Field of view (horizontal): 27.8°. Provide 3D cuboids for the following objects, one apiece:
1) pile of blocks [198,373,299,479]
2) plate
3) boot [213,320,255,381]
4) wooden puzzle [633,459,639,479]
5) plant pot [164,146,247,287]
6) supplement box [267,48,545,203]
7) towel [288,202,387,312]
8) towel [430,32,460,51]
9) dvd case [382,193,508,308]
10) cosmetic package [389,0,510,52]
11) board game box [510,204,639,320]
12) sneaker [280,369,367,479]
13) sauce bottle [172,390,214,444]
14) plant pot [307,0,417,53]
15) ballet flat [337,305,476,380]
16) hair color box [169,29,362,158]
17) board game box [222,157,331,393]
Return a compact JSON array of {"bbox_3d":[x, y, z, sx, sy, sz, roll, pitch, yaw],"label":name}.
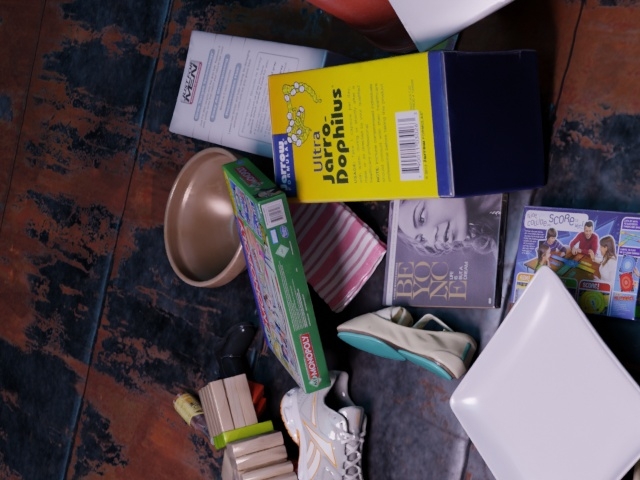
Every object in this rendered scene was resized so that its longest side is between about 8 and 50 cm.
[{"bbox_3d":[-0.085,0.367,2.055,0.149,0.113,0.362,104,148,-52],"label":"pile of blocks"},{"bbox_3d":[0.303,0.219,1.656,0.277,0.045,0.278,59,135,38],"label":"plate"},{"bbox_3d":[-0.139,0.205,2.182,0.121,0.045,0.099,-45,49,42],"label":"boot"},{"bbox_3d":[0.461,0.300,1.488,0.239,0.044,0.221,0,82,48],"label":"wooden puzzle"},{"bbox_3d":[-0.155,-0.034,2.198,0.237,0.110,0.237,-11,76,47],"label":"plant pot"},{"bbox_3d":[0.114,-0.158,1.828,0.356,0.194,0.195,0,96,48],"label":"supplement box"},{"bbox_3d":[0.000,0.000,2.027,0.197,0.029,0.144,44,117,18],"label":"towel"},{"bbox_3d":[0.190,-0.317,1.942,0.060,0.009,0.083,30,104,48],"label":"towel"},{"bbox_3d":[0.178,0.015,1.884,0.221,0.018,0.164,-2,81,48],"label":"dvd case"},{"bbox_3d":[0.300,-0.432,1.645,0.453,0.230,0.161,-26,97,43],"label":"cosmetic package"},{"bbox_3d":[0.343,0.027,1.683,0.201,0.035,0.136,7,88,49],"label":"board game box"},{"bbox_3d":[0.027,0.312,1.939,0.121,0.099,0.262,-41,55,30],"label":"sneaker"},{"bbox_3d":[-0.210,0.310,2.244,0.128,0.042,0.042,38,111,43],"label":"sauce bottle"},{"bbox_3d":[0.050,-0.446,1.923,0.272,0.265,0.272,-16,68,45],"label":"plant pot"},{"bbox_3d":[0.128,0.139,1.882,0.248,0.086,0.086,16,95,47],"label":"ballet flat"},{"bbox_3d":[-0.090,-0.235,2.163,0.374,0.114,0.185,18,96,48],"label":"hair color box"},{"bbox_3d":[-0.068,0.051,1.968,0.213,0.046,0.317,-138,33,-64],"label":"board game box"}]
